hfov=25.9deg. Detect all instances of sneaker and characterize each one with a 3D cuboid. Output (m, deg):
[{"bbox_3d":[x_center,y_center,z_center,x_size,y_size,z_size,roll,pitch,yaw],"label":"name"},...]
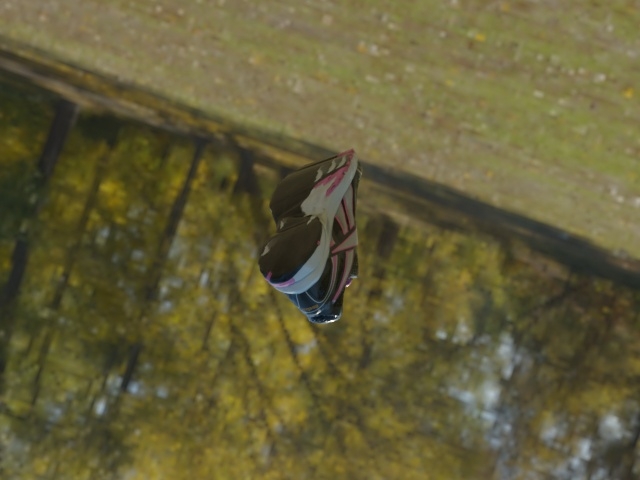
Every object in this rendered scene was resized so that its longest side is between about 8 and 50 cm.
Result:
[{"bbox_3d":[0.000,0.000,1.113,0.072,0.178,0.077,-14,122,28],"label":"sneaker"}]
